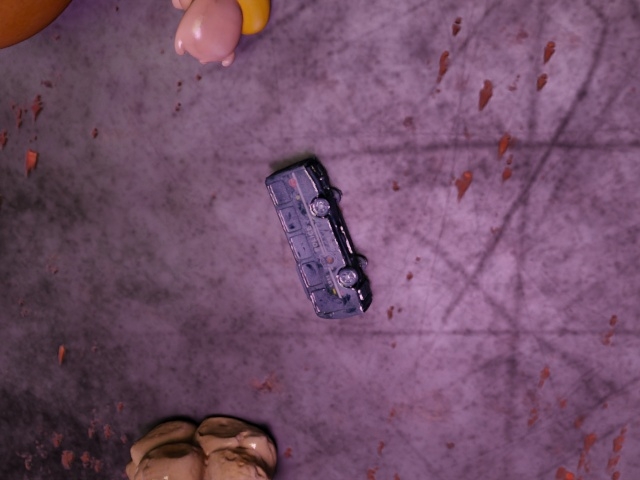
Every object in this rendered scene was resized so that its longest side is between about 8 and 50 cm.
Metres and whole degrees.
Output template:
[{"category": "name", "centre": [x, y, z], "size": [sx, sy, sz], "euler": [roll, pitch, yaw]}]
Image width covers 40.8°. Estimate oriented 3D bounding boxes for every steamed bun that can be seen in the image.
[{"category": "steamed bun", "centre": [-0.141, 0.295, 0.970], "size": [0.192, 0.106, 0.178], "euler": [11, 107, 11]}]

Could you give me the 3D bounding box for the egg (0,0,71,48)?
[{"category": "egg", "centre": [-0.319, -0.326, 0.743], "size": [0.250, 0.250, 0.323], "euler": [1, 99, 12]}]

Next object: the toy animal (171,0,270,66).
[{"category": "toy animal", "centre": [-0.101, -0.226, 0.824], "size": [0.082, 0.091, 0.114], "euler": [29, 100, 32]}]

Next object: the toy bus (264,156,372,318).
[{"category": "toy bus", "centre": [0.000, 0.000, 0.880], "size": [0.065, 0.047, 0.166], "euler": [-17, 101, 22]}]
